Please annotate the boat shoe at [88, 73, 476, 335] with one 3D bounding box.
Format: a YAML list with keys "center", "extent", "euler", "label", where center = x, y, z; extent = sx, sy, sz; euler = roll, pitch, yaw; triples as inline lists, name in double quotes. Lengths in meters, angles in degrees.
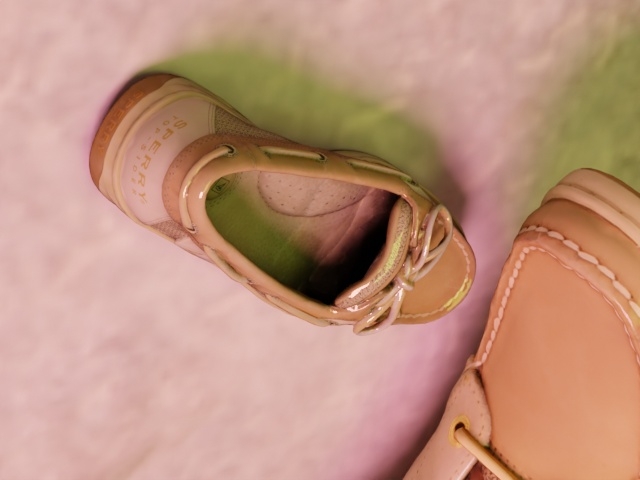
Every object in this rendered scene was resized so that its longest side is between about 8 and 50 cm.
- center: [0.001, -0.002, 0.561]
  extent: [0.153, 0.048, 0.056]
  euler: [30, 95, -48]
  label: "boat shoe"

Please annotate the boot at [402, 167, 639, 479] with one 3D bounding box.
- center: [0.030, 0.113, 0.619]
  extent: [0.203, 0.095, 0.262]
  euler: [-29, 146, -24]
  label: "boot"
